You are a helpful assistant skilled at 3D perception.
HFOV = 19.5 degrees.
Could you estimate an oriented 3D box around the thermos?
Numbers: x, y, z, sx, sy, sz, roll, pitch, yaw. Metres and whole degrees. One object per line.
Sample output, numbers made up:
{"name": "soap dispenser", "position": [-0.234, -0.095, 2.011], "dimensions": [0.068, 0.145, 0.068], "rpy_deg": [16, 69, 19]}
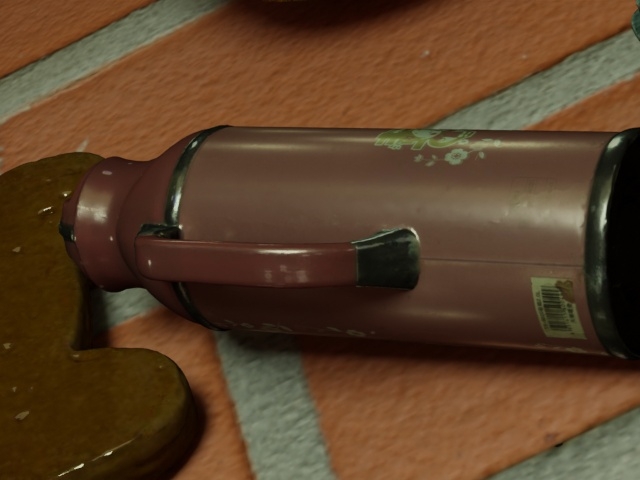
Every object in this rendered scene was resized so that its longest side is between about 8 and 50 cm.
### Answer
{"name": "thermos", "position": [0.003, 0.004, 0.940], "dimensions": [0.330, 0.109, 0.136], "rpy_deg": [2, 43, 29]}

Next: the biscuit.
{"name": "biscuit", "position": [-0.203, 0.121, 1.007], "dimensions": [0.283, 0.064, 0.432], "rpy_deg": [-20, 38, -3]}

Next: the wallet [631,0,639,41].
{"name": "wallet", "position": [0.310, -0.092, 0.909], "dimensions": [0.237, 0.075, 0.342], "rpy_deg": [-24, 36, 3]}
